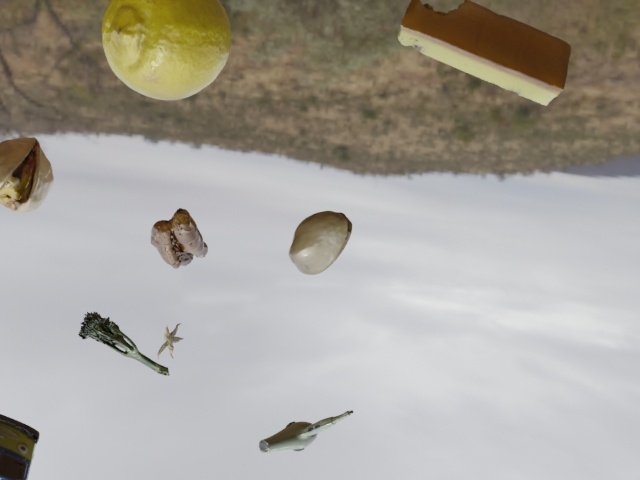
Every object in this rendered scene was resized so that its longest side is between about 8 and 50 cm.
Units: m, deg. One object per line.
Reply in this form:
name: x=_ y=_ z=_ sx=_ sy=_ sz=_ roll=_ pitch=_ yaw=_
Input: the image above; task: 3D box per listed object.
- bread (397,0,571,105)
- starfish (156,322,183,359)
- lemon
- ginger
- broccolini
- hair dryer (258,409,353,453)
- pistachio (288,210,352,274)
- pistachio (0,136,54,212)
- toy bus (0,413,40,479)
bread: x=0.212 y=-0.255 z=1.197 sx=0.226 sy=0.088 sz=0.049 roll=22 pitch=154 yaw=-6
starfish: x=-0.332 y=0.220 z=2.023 sx=0.016 sy=0.092 sz=0.086 roll=25 pitch=158 yaw=32
lemon: x=-0.398 y=-0.532 z=2.416 sx=0.347 sy=0.348 sz=0.348 roll=8 pitch=-173 yaw=-1
ginger: x=-0.295 y=0.008 z=1.933 sx=0.103 sy=0.162 sz=0.073 roll=-25 pitch=-126 yaw=-2
broccolini: x=-0.370 y=0.197 z=1.785 sx=0.201 sy=0.058 sz=0.074 roll=28 pitch=-172 yaw=-17
hair dryer: x=-0.039 y=0.421 z=2.013 sx=0.167 sy=0.068 sz=0.199 roll=-13 pitch=166 yaw=-38
pistachio: x=0.000 y=0.000 z=1.877 sx=0.113 sy=0.149 sz=0.113 roll=40 pitch=-155 yaw=-23
pistachio: x=-0.641 y=-0.139 z=1.965 sx=0.157 sy=0.157 sz=0.229 roll=6 pitch=-161 yaw=-18
toy bus: x=-0.585 y=0.434 z=1.510 sx=0.138 sy=0.288 sz=0.175 roll=28 pitch=-160 yaw=-20
